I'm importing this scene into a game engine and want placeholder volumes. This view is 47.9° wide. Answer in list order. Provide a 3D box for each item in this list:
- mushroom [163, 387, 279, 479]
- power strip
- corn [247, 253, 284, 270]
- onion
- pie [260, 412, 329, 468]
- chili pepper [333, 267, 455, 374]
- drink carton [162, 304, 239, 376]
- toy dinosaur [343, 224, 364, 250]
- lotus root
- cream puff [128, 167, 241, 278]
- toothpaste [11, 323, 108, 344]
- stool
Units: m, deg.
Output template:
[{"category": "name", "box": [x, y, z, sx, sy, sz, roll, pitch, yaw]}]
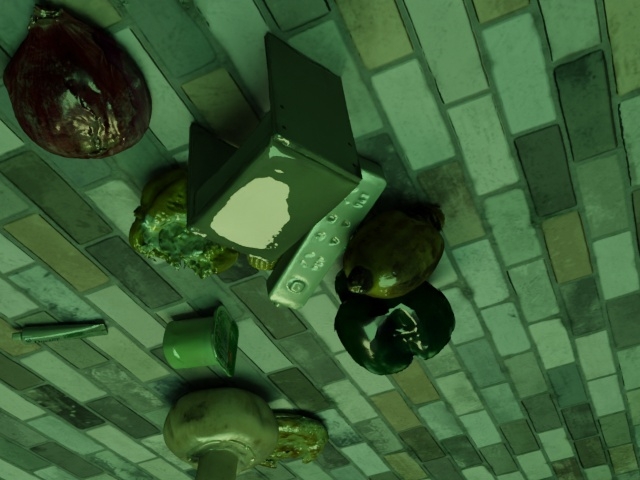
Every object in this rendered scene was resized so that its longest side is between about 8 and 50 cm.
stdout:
[{"category": "mushroom", "box": [-0.273, 0.571, 1.937, 0.315, 0.336, 0.314, 3, 137, 3]}, {"category": "power strip", "box": [0.000, 0.000, 1.468, 0.091, 0.062, 0.385, 21, 119, -22]}, {"category": "corn", "box": [-0.100, -0.004, 1.507, 0.085, 0.063, 0.165, 18, 133, -10]}, {"category": "onion", "box": [-0.403, -0.238, 1.163, 0.227, 0.120, 0.283, -12, 138, -1]}, {"category": "pie", "box": [-0.118, 0.610, 2.200, 0.303, 0.066, 0.302, -3, 140, -2]}, {"category": "chili pepper", "box": [0.150, 0.158, 1.608, 0.249, 0.233, 0.256, -32, 132, 3]}, {"category": "drink carton", "box": [-0.288, 0.241, 1.712, 0.143, 0.146, 0.144, -7, 139, 13]}, {"category": "toy dinosaur", "box": [0.038, -0.009, 1.532, 0.096, 0.059, 0.132, 20, 124, -16]}, {"category": "lotus root", "box": [0.140, 0.029, 1.436, 0.169, 0.314, 0.141, 27, 129, 27]}, {"category": "cream puff", "box": [-0.238, -0.046, 1.377, 0.221, 0.194, 0.194, 21, 133, -12]}, {"category": "toothpaste", "box": [-0.620, 0.221, 1.716, 0.218, 0.041, 0.064, -4, 150, -7]}, {"category": "stool", "box": [-0.086, -0.146, 1.194, 0.170, 0.269, 0.244, 25, 130, -32]}]
